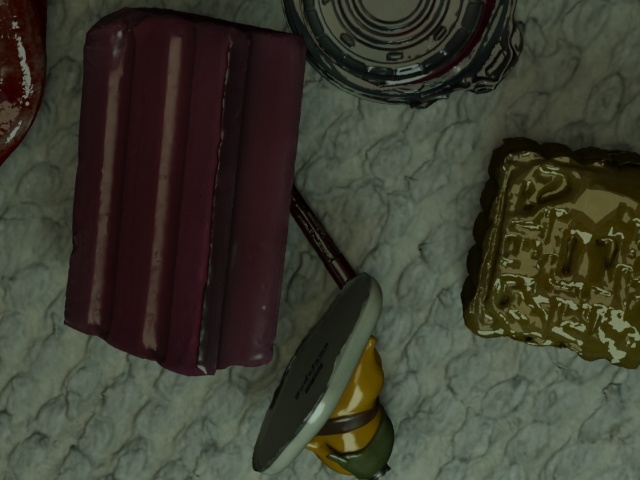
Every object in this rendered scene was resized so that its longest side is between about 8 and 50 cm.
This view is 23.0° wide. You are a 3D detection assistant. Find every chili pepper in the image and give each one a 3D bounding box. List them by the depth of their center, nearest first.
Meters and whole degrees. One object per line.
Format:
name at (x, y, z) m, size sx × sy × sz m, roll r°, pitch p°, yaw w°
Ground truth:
chili pepper at (-0.361, -0.190, 1.722) m, size 0.144 × 0.136 × 0.253 m, roll -20°, pitch 116°, yaw -35°

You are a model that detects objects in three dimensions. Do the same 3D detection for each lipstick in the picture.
lipstick at (-0.001, 0.000, 1.755) m, size 0.027 × 0.027 × 0.176 m, roll -33°, pitch 96°, yaw 11°

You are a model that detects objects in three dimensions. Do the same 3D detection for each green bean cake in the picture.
green bean cake at (0.274, 0.011, 1.675) m, size 0.224 × 0.131 × 0.230 m, roll 10°, pitch 103°, yaw 2°

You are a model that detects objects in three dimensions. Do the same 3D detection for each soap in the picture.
soap at (-0.150, -0.059, 1.655) m, size 0.233 × 0.128 × 0.360 m, roll 17°, pitch 106°, yaw 40°

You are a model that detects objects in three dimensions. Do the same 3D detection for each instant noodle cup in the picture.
instant noodle cup at (0.077, -0.260, 1.613) m, size 0.302 × 0.181 × 0.258 m, roll 27°, pitch 102°, yaw 0°

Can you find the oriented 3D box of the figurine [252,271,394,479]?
figurine at (0.044, 0.172, 1.726) m, size 0.141 × 0.166 × 0.250 m, roll 28°, pitch 111°, yaw -13°
